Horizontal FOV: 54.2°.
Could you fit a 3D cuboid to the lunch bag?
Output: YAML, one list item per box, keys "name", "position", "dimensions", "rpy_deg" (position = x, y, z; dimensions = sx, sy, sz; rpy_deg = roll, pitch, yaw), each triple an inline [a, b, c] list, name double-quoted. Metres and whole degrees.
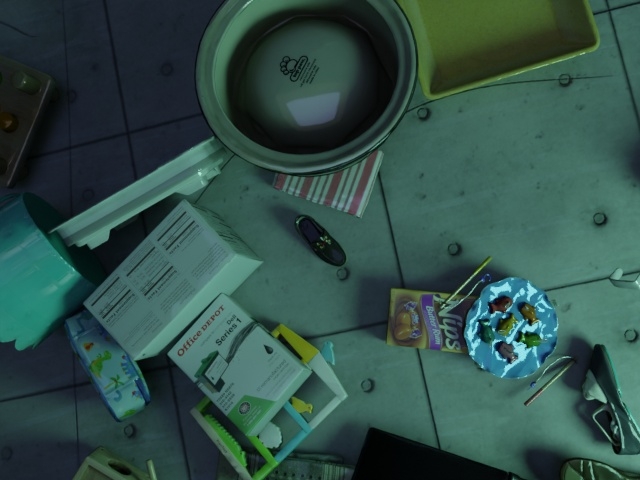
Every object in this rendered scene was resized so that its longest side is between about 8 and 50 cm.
- name: "lunch bag"
  position: [-0.410, 0.239, 1.213]
  dimensions: [0.090, 0.176, 0.219]
  rpy_deg: [-29, 79, -23]

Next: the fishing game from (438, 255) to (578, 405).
- name: "fishing game"
  position: [0.354, 0.161, 1.137]
  dimensions: [0.189, 0.041, 0.264]
  rpy_deg: [-38, 94, -8]

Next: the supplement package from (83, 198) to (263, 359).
- name: "supplement package"
  position: [-0.267, 0.077, 1.186]
  dimensions: [0.262, 0.204, 0.145]
  rpy_deg: [-45, 80, 3]

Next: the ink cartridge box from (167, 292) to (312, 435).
- name: "ink cartridge box"
  position: [-0.152, 0.230, 1.171]
  dimensions: [0.219, 0.092, 0.160]
  rpy_deg: [39, 84, 18]

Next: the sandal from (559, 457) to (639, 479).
- name: "sandal"
  position: [0.527, 0.436, 1.119]
  dimensions: [0.219, 0.060, 0.090]
  rpy_deg: [9, 92, -5]

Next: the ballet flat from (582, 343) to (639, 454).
- name: "ballet flat"
  position: [0.515, 0.290, 1.123]
  dimensions: [0.074, 0.074, 0.203]
  rpy_deg: [-21, 85, 6]

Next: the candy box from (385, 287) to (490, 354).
- name: "candy box"
  position: [0.221, 0.152, 1.185]
  dimensions: [0.186, 0.053, 0.109]
  rpy_deg: [5, 86, 7]

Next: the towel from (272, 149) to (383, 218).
- name: "towel"
  position: [0.015, -0.140, 1.252]
  dimensions: [0.197, 0.029, 0.144]
  rpy_deg: [20, 86, 9]

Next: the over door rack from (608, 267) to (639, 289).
- name: "over door rack"
  position: [0.691, 0.043, 1.051]
  dimensions: [0.324, 0.108, 0.239]
  rpy_deg: [-44, 108, 3]

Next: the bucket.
- name: "bucket"
  position: [-0.561, 0.052, 1.204]
  dimensions: [0.183, 0.281, 0.281]
  rpy_deg: [-38, 81, -5]

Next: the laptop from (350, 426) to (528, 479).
- name: "laptop"
  position: [0.243, 0.593, 1.090]
  dimensions: [0.407, 0.236, 0.382]
  rpy_deg: [30, 69, -21]

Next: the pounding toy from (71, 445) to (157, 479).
- name: "pounding toy"
  position: [-0.378, 0.496, 1.232]
  dimensions: [0.206, 0.094, 0.181]
  rpy_deg: [31, 86, 0]

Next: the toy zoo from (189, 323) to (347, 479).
- name: "toy zoo"
  position: [-0.084, 0.298, 1.205]
  dimensions: [0.293, 0.030, 0.192]
  rpy_deg: [-44, 71, -3]

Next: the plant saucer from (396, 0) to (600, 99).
- name: "plant saucer"
  position: [0.317, -0.460, 1.204]
  dimensions: [0.332, 0.081, 0.333]
  rpy_deg: [-16, 84, 7]

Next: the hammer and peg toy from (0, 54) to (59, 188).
- name: "hammer and peg toy"
  position: [-0.759, -0.283, 1.328]
  dimensions: [0.361, 0.127, 0.266]
  rpy_deg: [22, 91, 10]

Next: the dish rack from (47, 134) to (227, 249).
- name: "dish rack"
  position: [-0.321, -0.091, 1.185]
  dimensions: [0.332, 0.285, 0.072]
  rpy_deg: [-28, 103, 6]

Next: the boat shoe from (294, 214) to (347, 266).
- name: "boat shoe"
  position: [-0.001, 0.001, 1.236]
  dimensions: [0.049, 0.042, 0.133]
  rpy_deg: [-44, 82, 1]

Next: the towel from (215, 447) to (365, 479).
- name: "towel"
  position: [-0.058, 0.567, 1.203]
  dimensions: [0.312, 0.056, 0.324]
  rpy_deg: [5, 88, 12]

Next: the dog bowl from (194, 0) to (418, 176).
- name: "dog bowl"
  position: [-0.021, -0.303, 1.191]
  dimensions: [0.407, 0.150, 0.408]
  rpy_deg: [-1, 81, 7]
